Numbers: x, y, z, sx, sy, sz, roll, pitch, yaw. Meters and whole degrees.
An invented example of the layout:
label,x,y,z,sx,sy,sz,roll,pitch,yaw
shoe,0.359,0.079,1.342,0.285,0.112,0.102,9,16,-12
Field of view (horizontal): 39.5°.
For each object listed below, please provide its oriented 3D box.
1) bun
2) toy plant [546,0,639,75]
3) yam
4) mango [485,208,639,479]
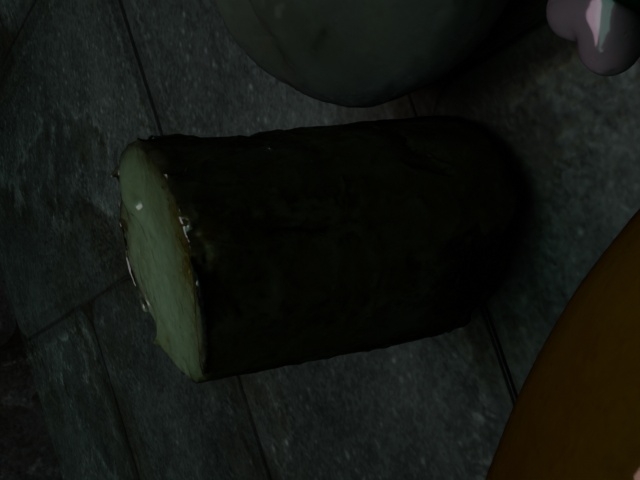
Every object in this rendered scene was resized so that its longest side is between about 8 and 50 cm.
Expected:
label,x,y,z,sx,sy,sz,roll,pitch,yaw
bun,0.009,-0.266,0.669,0.354,0.194,0.354,24,119,53
toy plant,0.213,-0.195,0.477,0.243,0.113,0.232,27,119,41
yam,0.000,0.000,0.703,0.195,0.300,0.195,22,116,57
mango,0.214,0.135,0.463,0.300,0.232,0.445,-80,2,-65
